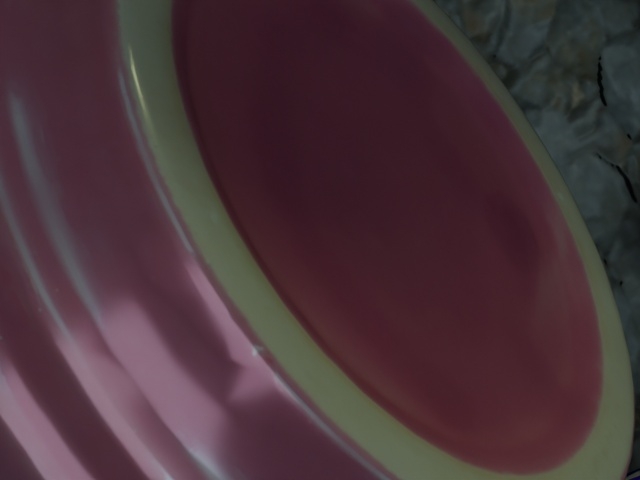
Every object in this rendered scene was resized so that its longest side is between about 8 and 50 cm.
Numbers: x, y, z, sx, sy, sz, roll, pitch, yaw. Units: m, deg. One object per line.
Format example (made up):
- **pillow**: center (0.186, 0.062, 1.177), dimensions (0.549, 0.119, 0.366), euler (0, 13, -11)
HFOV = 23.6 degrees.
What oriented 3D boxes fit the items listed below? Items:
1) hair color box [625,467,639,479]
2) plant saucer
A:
- **hair color box**: center (0.232, 0.231, 0.588), dimensions (0.110, 0.185, 0.339), euler (-7, 72, -55)
- **plant saucer**: center (0.000, 0.000, 0.524), dimensions (0.332, 0.084, 0.332), euler (35, 35, -30)
